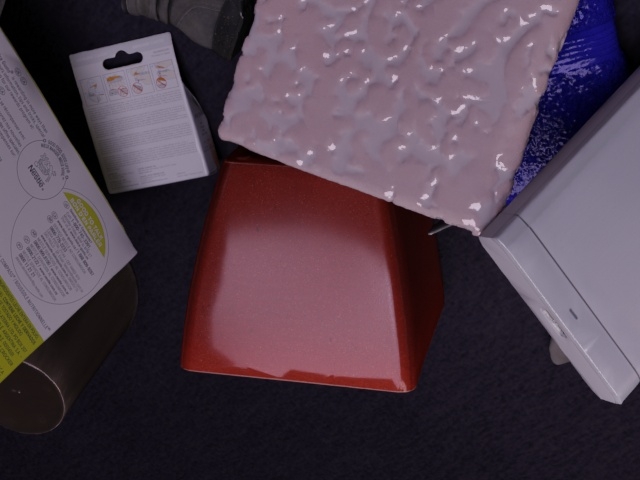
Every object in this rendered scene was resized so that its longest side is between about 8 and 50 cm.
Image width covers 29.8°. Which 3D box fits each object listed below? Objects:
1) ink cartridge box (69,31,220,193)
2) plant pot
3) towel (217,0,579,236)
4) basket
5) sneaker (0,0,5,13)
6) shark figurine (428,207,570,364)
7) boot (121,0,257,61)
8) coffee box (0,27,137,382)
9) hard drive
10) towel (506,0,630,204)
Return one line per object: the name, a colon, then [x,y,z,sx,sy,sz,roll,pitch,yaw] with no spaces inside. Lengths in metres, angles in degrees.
ink cartridge box: [-0.215,-0.155,1.472,0.145,0.045,0.179,-9,102,21]
plant pot: [0.000,0.000,1.390,0.267,0.267,0.236,5,110,12]
towel: [0.082,-0.207,1.217,0.317,0.053,0.332,20,97,16]
basket: [-0.349,0.129,1.574,0.154,0.227,0.204,19,126,2]
sneaker: [-0.413,-0.360,1.327,0.152,0.114,0.305,23,126,-2]
shark figurine: [0.267,0.040,1.421,0.166,0.116,0.278,-32,113,29]
boot: [-0.130,-0.322,1.303,0.161,0.083,0.246,27,125,3]
coffee box: [-0.488,-0.019,1.390,0.337,0.334,0.338,-1,126,45]
hard drive: [0.348,-0.039,1.234,0.233,0.353,0.047,50,164,-20]
towel: [0.217,-0.177,1.306,0.227,0.076,0.308,-9,121,21]
